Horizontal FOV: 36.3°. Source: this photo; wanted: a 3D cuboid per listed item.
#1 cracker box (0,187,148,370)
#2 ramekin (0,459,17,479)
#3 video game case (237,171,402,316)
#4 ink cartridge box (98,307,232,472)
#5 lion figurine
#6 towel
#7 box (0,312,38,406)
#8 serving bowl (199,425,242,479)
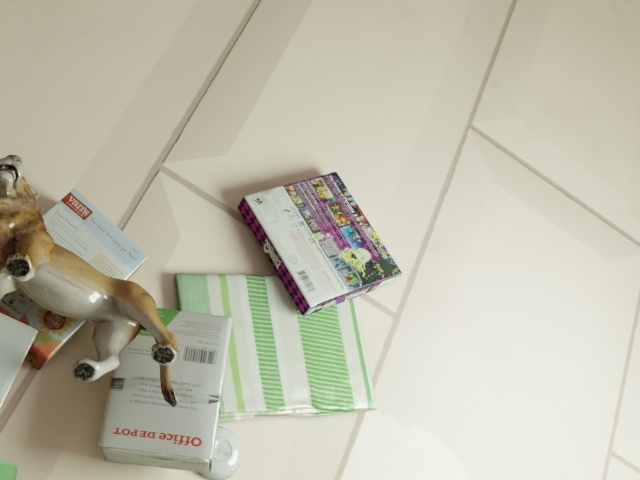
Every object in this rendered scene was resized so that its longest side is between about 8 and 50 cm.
[{"bbox_3d":[-0.389,0.054,1.445,0.156,0.067,0.232,43,55,-4],"label":"cracker box"},{"bbox_3d":[-0.502,0.336,1.103,0.303,0.303,0.148,6,69,-28],"label":"ramekin"},{"bbox_3d":[0.000,0.000,1.683,0.210,0.042,0.232,-18,67,-36],"label":"video game case"},{"bbox_3d":[-0.222,0.216,1.421,0.160,0.092,0.219,8,62,-3],"label":"ink cartridge box"},{"bbox_3d":[-0.341,0.060,1.339,0.392,0.142,0.240,43,10,-18],"label":"lion figurine"},{"bbox_3d":[-0.072,0.173,1.590,0.325,0.038,0.248,2,65,-27],"label":"towel"},{"bbox_3d":[-0.464,0.191,1.297,0.091,0.130,0.170,28,57,-15],"label":"box"},{"bbox_3d":[-0.153,0.319,1.476,0.083,0.027,0.083,13,62,-25],"label":"serving bowl"}]
